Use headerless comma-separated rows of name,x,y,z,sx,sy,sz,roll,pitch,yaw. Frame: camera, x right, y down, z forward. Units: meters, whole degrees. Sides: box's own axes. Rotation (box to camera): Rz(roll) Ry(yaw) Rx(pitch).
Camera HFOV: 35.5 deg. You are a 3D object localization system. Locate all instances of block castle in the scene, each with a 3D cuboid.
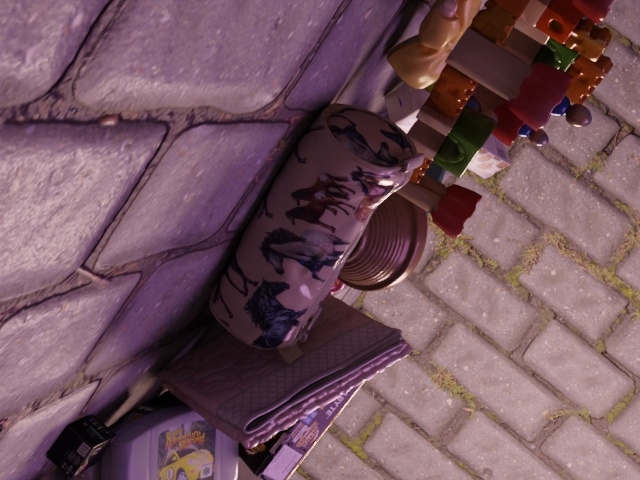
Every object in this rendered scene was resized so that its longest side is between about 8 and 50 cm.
block castle,0.288,-0.214,1.515,0.303,0.213,0.453,-57,176,-25

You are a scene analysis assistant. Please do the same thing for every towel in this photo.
towel,-0.066,0.195,1.652,0.332,0.053,0.317,-27,-155,-25

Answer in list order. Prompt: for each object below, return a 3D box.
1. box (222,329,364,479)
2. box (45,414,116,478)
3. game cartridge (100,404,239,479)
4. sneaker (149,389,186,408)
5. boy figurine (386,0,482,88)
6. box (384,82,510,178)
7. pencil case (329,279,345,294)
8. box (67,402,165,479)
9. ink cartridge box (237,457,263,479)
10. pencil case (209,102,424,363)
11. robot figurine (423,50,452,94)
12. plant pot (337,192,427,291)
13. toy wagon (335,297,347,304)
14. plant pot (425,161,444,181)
box,-0.093,0.258,1.847,0.079,0.322,0.257,37,89,-39
box,-0.352,0.303,1.476,0.062,0.052,0.083,-53,172,9
game cartridge,-0.237,0.372,1.635,0.294,0.060,0.196,-3,93,-55
sneaker,-0.316,0.378,1.734,0.341,0.125,0.140,-51,161,-31
boy figurine,0.196,-0.354,1.487,0.285,0.092,0.177,-57,-179,41
box,0.241,-0.199,1.851,0.063,0.067,0.324,-30,149,30
pencil case,0.062,-0.001,2.099,0.284,0.124,0.124,-47,170,-42
box,-0.310,0.410,1.631,0.183,0.056,0.231,-32,120,-48
ink cartridge box,-0.239,0.464,1.976,0.198,0.270,0.197,-54,169,16
pencil case,-0.010,-0.014,1.519,0.410,0.183,0.160,-58,170,29
robot figurine,0.208,-0.303,1.817,0.115,0.067,0.101,-45,166,-31
plant pot,0.064,-0.025,1.776,0.109,0.237,0.237,-2,134,-50
toy wagon,-0.029,0.232,2.135,0.267,0.068,0.344,-56,132,-19
plant pot,0.170,-0.141,1.987,0.234,0.165,0.165,-60,172,-6
